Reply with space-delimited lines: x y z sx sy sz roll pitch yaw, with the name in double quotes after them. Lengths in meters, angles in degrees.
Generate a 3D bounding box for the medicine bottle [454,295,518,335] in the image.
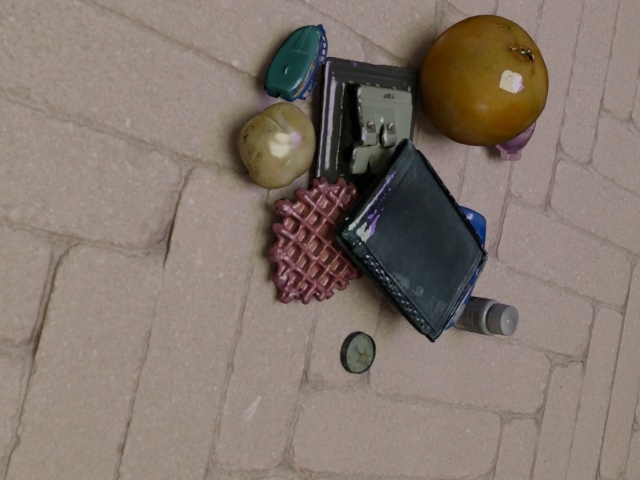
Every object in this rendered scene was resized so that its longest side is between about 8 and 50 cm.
0.359 0.165 1.623 0.080 0.130 0.080 -4 96 -41 "medicine bottle"

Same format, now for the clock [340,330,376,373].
0.075 0.220 1.460 0.085 0.017 0.085 -4 96 -40 "clock"

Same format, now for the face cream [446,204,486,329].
0.274 0.064 1.571 0.149 0.083 0.264 24 78 -31 "face cream"

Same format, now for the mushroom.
-0.071 -0.157 1.239 0.148 0.112 0.148 -7 101 -39 "mushroom"

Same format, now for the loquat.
0.320 -0.316 1.486 0.263 0.263 0.263 -4 97 -40 "loquat"

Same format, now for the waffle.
0.000 0.000 1.334 0.221 0.055 0.234 -14 112 -36 "waffle"

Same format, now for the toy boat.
-0.033 -0.302 1.294 0.110 0.091 0.175 70 42 -64 "toy boat"

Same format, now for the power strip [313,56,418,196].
0.104 -0.207 1.398 0.256 0.092 0.251 -4 95 -41 "power strip"

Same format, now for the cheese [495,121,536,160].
0.425 -0.322 1.675 0.188 0.074 0.286 -9 96 -40 "cheese"

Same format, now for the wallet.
0.180 0.005 1.412 0.237 0.075 0.342 -54 125 -17 "wallet"
